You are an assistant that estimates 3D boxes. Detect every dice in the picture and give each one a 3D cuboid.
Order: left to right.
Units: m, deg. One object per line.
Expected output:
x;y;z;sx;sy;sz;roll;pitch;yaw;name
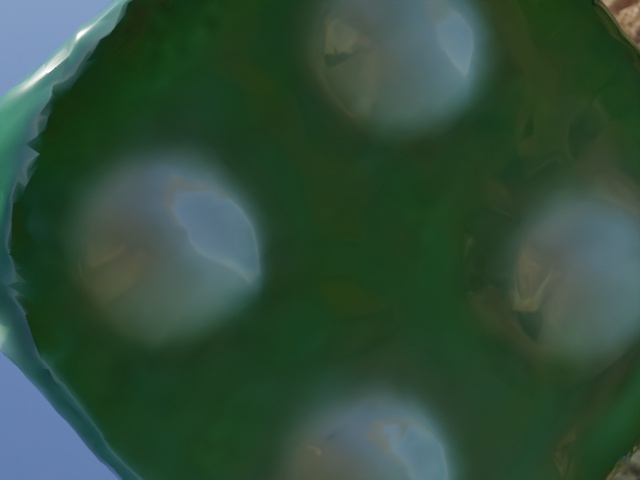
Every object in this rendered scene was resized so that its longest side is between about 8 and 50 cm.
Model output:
0.000;0.000;0.533;0.300;0.297;0.287;51;171;-9;dice
